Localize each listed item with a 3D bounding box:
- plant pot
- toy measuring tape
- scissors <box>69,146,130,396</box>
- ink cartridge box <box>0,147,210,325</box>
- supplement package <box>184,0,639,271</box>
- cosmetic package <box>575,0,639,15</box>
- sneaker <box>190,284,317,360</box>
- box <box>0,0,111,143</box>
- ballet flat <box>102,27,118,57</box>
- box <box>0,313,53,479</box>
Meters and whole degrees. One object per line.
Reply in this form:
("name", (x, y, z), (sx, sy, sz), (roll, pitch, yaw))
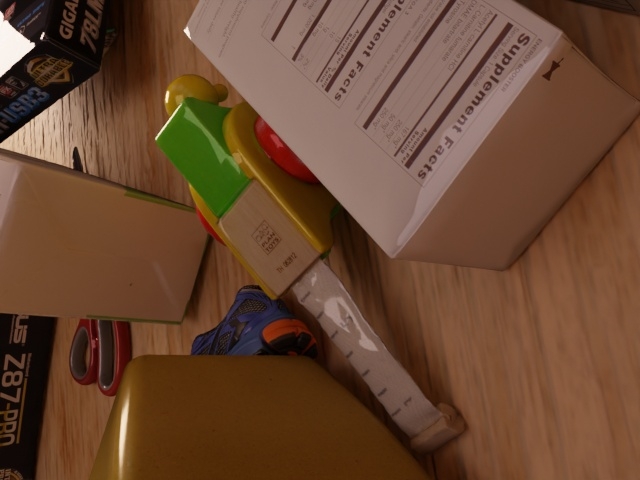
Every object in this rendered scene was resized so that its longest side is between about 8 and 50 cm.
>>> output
("plant pot", (-0.061, 0.192, 0.437), (0.212, 0.212, 0.187), (-65, 36, 31))
("toy measuring tape", (0.000, 0.000, 0.500), (0.330, 0.121, 0.121), (50, 120, 7))
("scissors", (-0.253, 0.026, 0.756), (0.109, 0.021, 0.297), (-11, 78, 42))
("ink cartridge box", (-0.306, -0.027, 0.661), (0.353, 0.207, 0.119), (17, 92, 38))
("supplement package", (0.046, -0.111, 0.420), (0.244, 0.139, 0.134), (50, 116, 33))
("cosmetic package", (0.065, -0.217, 0.298), (0.160, 0.309, 0.113), (34, 107, 38))
("sneaker", (-0.086, 0.127, 0.567), (0.221, 0.083, 0.087), (-49, 44, 21))
("box", (-0.346, -0.279, 0.787), (0.295, 0.073, 0.294), (-18, 62, 38))
("ballet flat", (-0.273, -0.236, 0.787), (0.114, 0.041, 0.041), (22, 101, 41))
("box", (-0.517, 0.170, 0.923), (0.394, 0.097, 0.319), (10, 90, 41))
